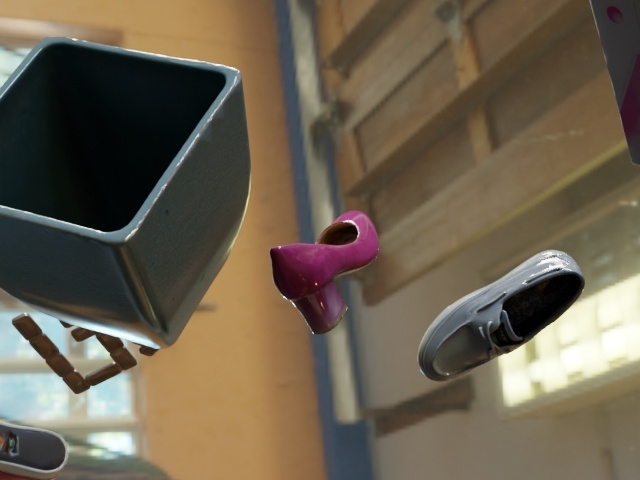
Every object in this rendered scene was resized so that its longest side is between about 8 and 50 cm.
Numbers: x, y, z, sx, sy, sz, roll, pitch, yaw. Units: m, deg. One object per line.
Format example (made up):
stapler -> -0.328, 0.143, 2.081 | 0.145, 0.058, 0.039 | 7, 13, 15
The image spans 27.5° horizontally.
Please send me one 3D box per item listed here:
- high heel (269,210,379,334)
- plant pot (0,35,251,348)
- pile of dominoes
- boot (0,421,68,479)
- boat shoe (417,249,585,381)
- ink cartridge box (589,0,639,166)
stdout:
high heel -> 0.000, 0.000, 1.526 | 0.082, 0.117, 0.244 | -17, -155, 29
plant pot -> -0.217, -0.027, 1.376 | 0.248, 0.247, 0.252 | -60, 152, -35
pile of dominoes -> -0.359, 0.131, 2.081 | 0.251, 0.196, 0.040 | 64, 1, -51
boot -> -0.491, 0.300, 1.813 | 0.176, 0.244, 0.088 | -45, -151, 49
boat shoe -> 0.215, 0.094, 1.556 | 0.079, 0.227, 0.081 | 53, 3, -15
ink cartridge box -> 0.442, -0.115, 1.314 | 0.324, 0.071, 0.330 | 21, -36, 48
